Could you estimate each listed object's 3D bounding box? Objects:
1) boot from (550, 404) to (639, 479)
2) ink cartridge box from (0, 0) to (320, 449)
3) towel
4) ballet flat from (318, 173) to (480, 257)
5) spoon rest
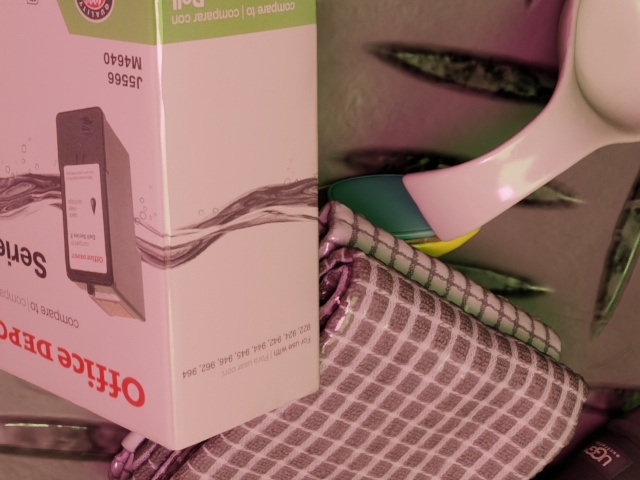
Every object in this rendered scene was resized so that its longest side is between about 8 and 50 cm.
[{"bbox_3d":[0.150,0.388,0.988,0.445,0.146,0.367,-28,111,-14],"label":"boot"},{"bbox_3d":[-0.107,-0.047,0.647,0.115,0.198,0.272,-17,114,-45],"label":"ink cartridge box"},{"bbox_3d":[0.013,0.139,0.801,0.235,0.121,0.283,27,114,-33],"label":"towel"},{"bbox_3d":[0.000,0.000,0.818,0.231,0.077,0.077,-4,133,-19],"label":"ballet flat"},{"bbox_3d":[0.181,-0.101,0.807,0.276,0.084,0.137,-41,106,-23],"label":"spoon rest"}]
